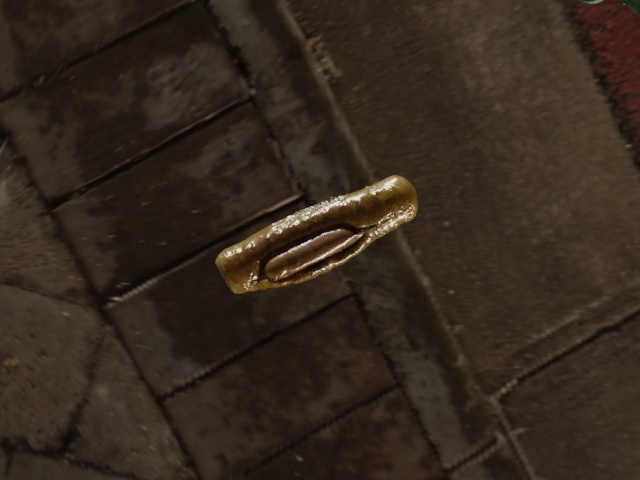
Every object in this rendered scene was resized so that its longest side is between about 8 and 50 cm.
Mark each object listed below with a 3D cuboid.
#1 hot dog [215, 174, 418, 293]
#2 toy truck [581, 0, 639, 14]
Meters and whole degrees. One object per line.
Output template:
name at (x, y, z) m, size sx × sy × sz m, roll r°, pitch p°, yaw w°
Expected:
hot dog at (0.000, 0.000, 0.894) m, size 0.137 × 0.028 × 0.044 m, roll -23°, pitch 118°, yaw 3°
toy truck at (0.257, -0.166, 0.970) m, size 0.154 × 0.080 × 0.078 m, roll 42°, pitch 120°, yaw 22°
